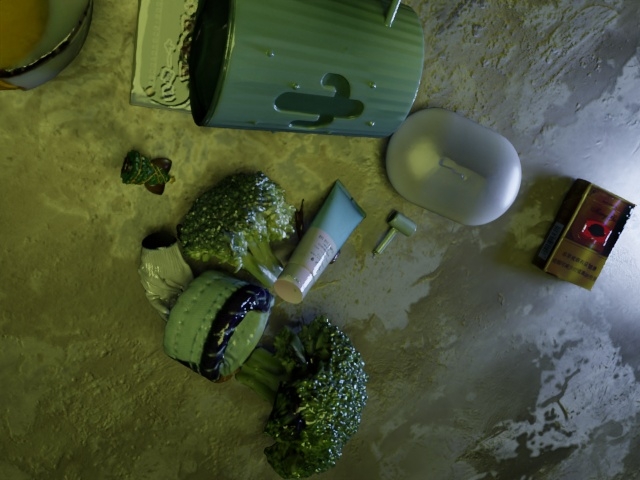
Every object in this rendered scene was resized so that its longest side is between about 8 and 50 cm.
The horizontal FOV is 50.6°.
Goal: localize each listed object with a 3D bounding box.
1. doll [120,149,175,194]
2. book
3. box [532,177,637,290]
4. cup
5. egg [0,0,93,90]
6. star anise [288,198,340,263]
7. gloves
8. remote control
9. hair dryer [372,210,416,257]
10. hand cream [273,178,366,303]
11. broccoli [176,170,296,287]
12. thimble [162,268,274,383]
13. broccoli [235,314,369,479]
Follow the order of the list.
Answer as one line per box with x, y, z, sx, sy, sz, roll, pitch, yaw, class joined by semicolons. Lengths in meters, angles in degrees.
-0.351;-0.138;1.395;0.113;0.077;0.078;17;93;-17;doll
-0.187;-0.379;1.380;0.371;0.043;0.260;5;104;-15;book
0.646;-0.012;1.656;0.159;0.071;0.240;23;101;-15;box
-0.025;-0.352;1.213;0.392;0.401;0.310;4;79;-22;cup
-0.546;-0.404;1.208;0.337;0.201;0.337;0;84;0;egg
-0.046;0.010;1.513;0.140;0.158;0.144;-38;74;-7;star anise
-0.323;0.090;1.453;0.119;0.097;0.229;-12;111;-11;gloves
0.300;-0.163;1.516;0.332;0.103;0.221;22;94;-18;remote control
0.163;-0.004;1.571;0.063;0.038;0.124;32;103;-19;hair dryer
0.000;0.000;1.445;0.111;0.070;0.312;51;47;-18;hand cream
-0.165;-0.011;1.421;0.247;0.263;0.243;-18;121;27;broccoli
-0.211;0.172;1.432;0.150;0.237;0.237;27;100;15;thimble
-0.027;0.350;1.508;0.317;0.338;0.277;48;62;1;broccoli
